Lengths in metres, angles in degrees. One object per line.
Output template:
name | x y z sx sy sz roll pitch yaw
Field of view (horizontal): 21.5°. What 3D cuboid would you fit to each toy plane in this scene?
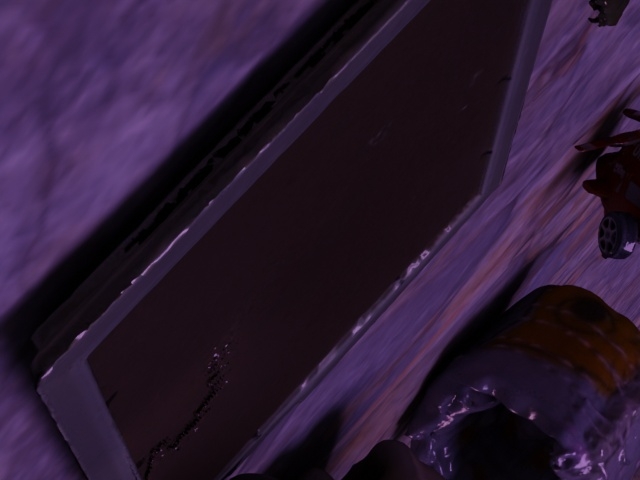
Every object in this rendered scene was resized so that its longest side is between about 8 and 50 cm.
toy plane | 0.200 -0.012 0.859 0.126 0.194 0.077 -5 116 -38

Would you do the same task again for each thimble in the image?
thimble | 0.133 0.111 1.024 0.118 0.127 0.151 -42 159 -38

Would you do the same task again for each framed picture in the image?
framed picture | 0.000 0.000 0.531 0.216 0.016 0.273 -47 167 -16

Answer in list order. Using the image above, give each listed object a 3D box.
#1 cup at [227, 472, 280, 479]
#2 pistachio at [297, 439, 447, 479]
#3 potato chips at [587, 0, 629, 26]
cup | -0.038 0.143 0.673 0.054 0.075 0.083 -37 175 40
pistachio | 0.029 0.236 0.874 0.208 0.226 0.331 -13 140 -12
potato chips | 0.146 -0.168 0.489 0.220 0.029 0.202 -41 154 -38
